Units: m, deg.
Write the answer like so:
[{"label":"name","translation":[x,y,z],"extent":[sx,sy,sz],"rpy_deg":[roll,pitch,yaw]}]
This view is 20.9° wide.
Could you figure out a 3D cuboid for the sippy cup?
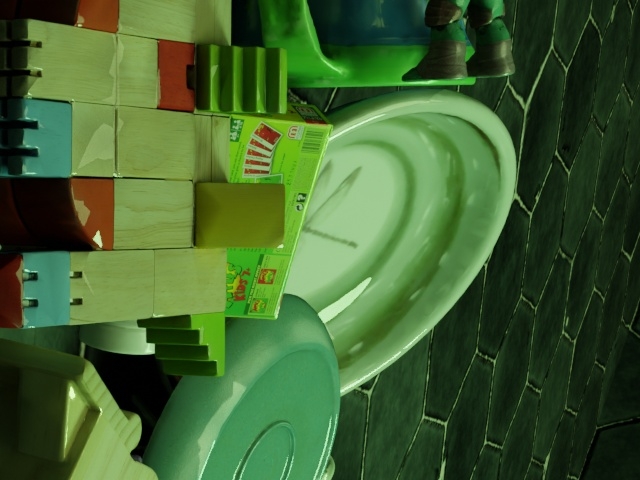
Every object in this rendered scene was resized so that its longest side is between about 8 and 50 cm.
[{"label":"sippy cup","translation":[0.022,-0.248,1.547],"extent":[0.305,0.240,0.224],"rpy_deg":[-162,-110,-73]}]

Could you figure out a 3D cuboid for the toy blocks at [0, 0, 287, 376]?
[{"label":"toy blocks","translation":[-0.170,-0.090,1.178],"extent":[0.261,0.191,0.381],"rpy_deg":[-1,92,-61]}]

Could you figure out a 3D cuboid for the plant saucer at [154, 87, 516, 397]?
[{"label":"plant saucer","translation":[0.000,0.000,1.630],"extent":[0.400,0.100,0.400],"rpy_deg":[-26,144,-21]}]

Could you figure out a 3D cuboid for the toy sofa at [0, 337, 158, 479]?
[{"label":"toy sofa","translation":[-0.254,0.250,1.139],"extent":[0.177,0.150,0.362],"rpy_deg":[68,38,-55]}]

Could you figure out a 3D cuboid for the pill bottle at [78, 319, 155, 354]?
[{"label":"pill bottle","translation":[-0.147,0.001,1.376],"extent":[0.094,0.094,0.169],"rpy_deg":[-17,117,-68]}]

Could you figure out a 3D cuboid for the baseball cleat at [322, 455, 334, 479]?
[{"label":"baseball cleat","translation":[-0.048,0.306,1.877],"extent":[0.206,0.072,0.109],"rpy_deg":[-36,151,-49]}]

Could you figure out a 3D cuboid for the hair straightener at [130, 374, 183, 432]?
[{"label":"hair straightener","translation":[-0.141,0.191,1.596],"extent":[0.089,0.047,0.230],"rpy_deg":[-36,158,-10]}]

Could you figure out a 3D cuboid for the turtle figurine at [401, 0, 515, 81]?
[{"label":"turtle figurine","translation":[0.109,-0.249,1.415],"extent":[0.175,0.118,0.234],"rpy_deg":[-7,97,-33]}]

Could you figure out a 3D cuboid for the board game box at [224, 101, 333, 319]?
[{"label":"board game box","translation":[-0.061,-0.025,1.418],"extent":[0.092,0.043,0.181],"rpy_deg":[4,116,-27]}]

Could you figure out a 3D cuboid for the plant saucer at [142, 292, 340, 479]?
[{"label":"plant saucer","translation":[-0.065,0.203,1.551],"extent":[0.317,0.044,0.317],"rpy_deg":[-43,145,-42]}]
